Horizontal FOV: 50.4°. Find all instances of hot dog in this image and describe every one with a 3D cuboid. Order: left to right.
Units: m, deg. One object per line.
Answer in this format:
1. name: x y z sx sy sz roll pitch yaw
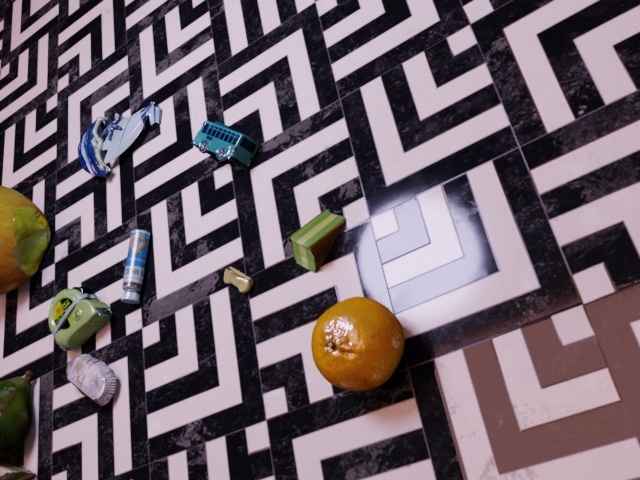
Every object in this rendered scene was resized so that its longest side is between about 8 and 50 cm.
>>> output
1. hot dog: -0.574 0.344 1.704 0.192 0.053 0.099 15 79 41

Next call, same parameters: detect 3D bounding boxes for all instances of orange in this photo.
1. orange: 0.067 0.191 1.265 0.178 0.155 0.177 -12 56 18

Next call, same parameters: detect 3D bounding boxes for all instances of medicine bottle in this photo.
1. medicine bottle: -0.477 0.067 1.755 0.051 0.051 0.191 -10 66 31

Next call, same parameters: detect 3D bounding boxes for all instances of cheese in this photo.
1. cheese: -0.191 0.092 1.560 0.083 0.030 0.044 28 109 34

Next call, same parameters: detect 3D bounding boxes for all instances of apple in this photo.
1. apple: -0.982 -0.006 1.976 0.340 0.340 0.339 -14 63 30

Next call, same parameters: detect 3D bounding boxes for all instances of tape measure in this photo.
1. tape measure: -0.643 0.199 1.788 0.177 0.087 0.154 -43 64 14

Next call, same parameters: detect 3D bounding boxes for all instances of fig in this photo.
1. fig: -0.833 0.452 1.780 0.195 0.195 0.245 -6 31 33

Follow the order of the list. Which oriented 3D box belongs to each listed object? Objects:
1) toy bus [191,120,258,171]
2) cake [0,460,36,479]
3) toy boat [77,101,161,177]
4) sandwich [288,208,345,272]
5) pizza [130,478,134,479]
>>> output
1. toy bus: -0.239 -0.241 1.703 0.160 0.079 0.091 25 86 38
2. cake: -0.835 0.627 1.740 0.221 0.086 0.116 1 71 35
3. toy boat: -0.600 -0.319 1.998 0.291 0.070 0.210 -46 57 5
4. sandwich: 0.000 0.000 1.481 0.116 0.074 0.074 -39 45 -26
5. pizza: -0.406 0.598 1.474 0.182 0.062 0.161 -30 55 23
